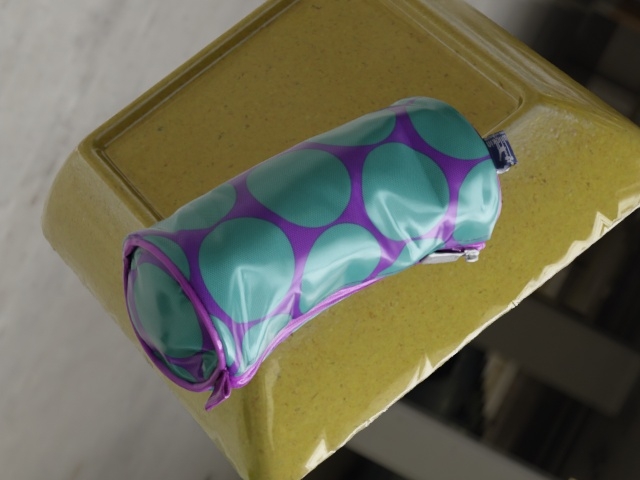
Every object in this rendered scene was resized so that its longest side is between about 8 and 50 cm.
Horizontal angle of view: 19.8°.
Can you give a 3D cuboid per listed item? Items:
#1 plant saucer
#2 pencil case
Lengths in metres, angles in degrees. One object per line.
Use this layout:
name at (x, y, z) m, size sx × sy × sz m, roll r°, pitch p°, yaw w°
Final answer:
plant saucer at (-0.002, -0.051, 1.184) m, size 0.332 × 0.333 × 0.081 m, roll -39°, pitch 136°, yaw -8°
pencil case at (0.000, 0.000, 0.679) m, size 0.151 × 0.070 × 0.064 m, roll -28°, pitch 171°, yaw -32°
